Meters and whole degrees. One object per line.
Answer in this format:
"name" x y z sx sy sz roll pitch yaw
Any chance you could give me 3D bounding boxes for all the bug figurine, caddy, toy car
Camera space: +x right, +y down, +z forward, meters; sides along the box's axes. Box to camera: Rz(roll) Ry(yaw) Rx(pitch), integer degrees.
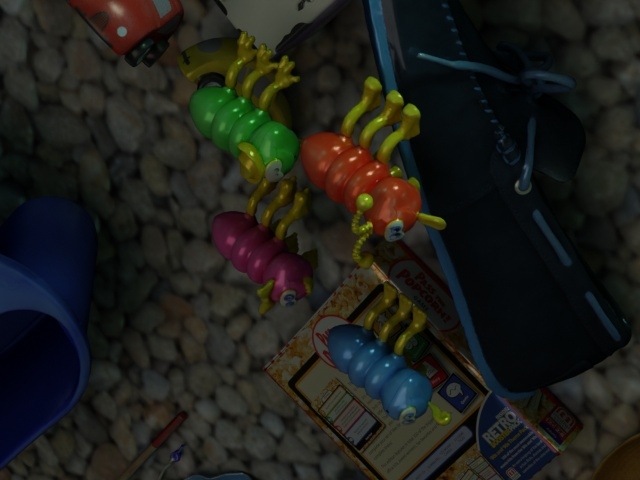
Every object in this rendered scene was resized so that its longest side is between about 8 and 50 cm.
"bug figurine" 0.000 0.000 1.144 0.216 0.072 0.279 38 153 32
"caddy" -0.318 0.078 1.374 0.241 0.179 0.341 30 132 -24
"toy car" -0.120 -0.174 1.228 0.053 0.239 0.225 -45 57 9

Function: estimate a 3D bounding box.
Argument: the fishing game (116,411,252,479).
"fishing game" -0.071 0.276 1.456 0.264 0.041 0.189 47 125 5

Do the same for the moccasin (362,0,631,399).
"moccasin" 0.114 -0.060 1.144 0.117 0.137 0.342 -17 123 9

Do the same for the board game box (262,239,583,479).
"board game box" 0.070 0.113 1.289 0.193 0.045 0.147 46 128 6

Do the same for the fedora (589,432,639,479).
"fedora" 0.255 0.216 1.201 0.194 0.079 0.194 14 118 27

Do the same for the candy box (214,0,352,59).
"candy box" -0.031 -0.244 1.170 0.165 0.070 0.196 -38 90 37
